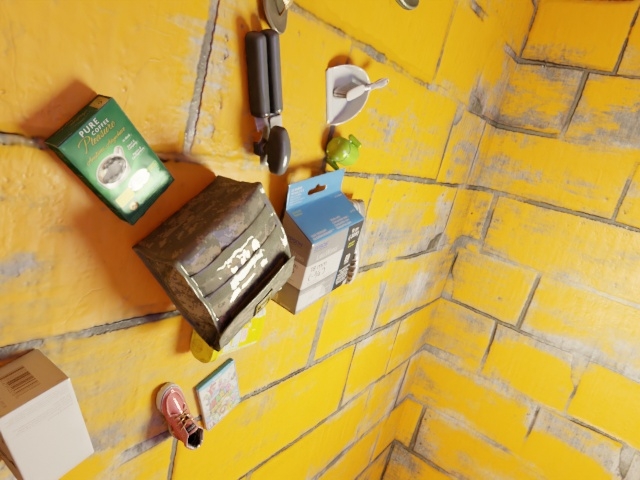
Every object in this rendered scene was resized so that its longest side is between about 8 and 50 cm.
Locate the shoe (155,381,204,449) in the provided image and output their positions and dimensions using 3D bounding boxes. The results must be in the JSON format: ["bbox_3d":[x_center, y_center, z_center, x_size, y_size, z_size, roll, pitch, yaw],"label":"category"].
[{"bbox_3d":[-0.311,0.399,1.030,0.063,0.081,0.177,-37,138,-41],"label":"shoe"}]

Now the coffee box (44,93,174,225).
[{"bbox_3d":[-0.320,-0.122,0.718,0.113,0.040,0.184,-55,148,-21],"label":"coffee box"}]

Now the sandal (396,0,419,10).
[{"bbox_3d":[0.230,-0.737,1.142,0.120,0.086,0.302,-44,142,-35],"label":"sandal"}]

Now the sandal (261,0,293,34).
[{"bbox_3d":[-0.068,-0.489,0.869,0.072,0.049,0.180,-10,117,-55],"label":"sandal"}]

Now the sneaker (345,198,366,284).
[{"bbox_3d":[0.101,0.004,1.401,0.115,0.105,0.281,-22,127,-50],"label":"sneaker"}]

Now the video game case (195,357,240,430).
[{"bbox_3d":[-0.260,0.397,1.175,0.119,0.015,0.166,-36,137,-42],"label":"video game case"}]

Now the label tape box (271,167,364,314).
[{"bbox_3d":[0.000,0.000,1.196,0.241,0.106,0.333,-26,139,-48],"label":"label tape box"}]

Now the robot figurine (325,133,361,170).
[{"bbox_3d":[0.059,-0.237,1.215,0.101,0.067,0.115,-42,158,20],"label":"robot figurine"}]

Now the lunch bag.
[{"bbox_3d":[-0.179,0.058,0.906,0.235,0.169,0.287,-48,134,-30],"label":"lunch bag"}]

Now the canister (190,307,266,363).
[{"bbox_3d":[-0.211,0.205,1.072,0.170,0.073,0.126,-5,113,-58],"label":"canister"}]

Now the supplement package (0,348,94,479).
[{"bbox_3d":[-0.448,0.284,0.717,0.105,0.105,0.179,-33,134,-45],"label":"supplement package"}]

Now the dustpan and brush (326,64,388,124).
[{"bbox_3d":[0.102,-0.395,1.187,0.211,0.060,0.147,-38,139,-40],"label":"dustpan and brush"}]

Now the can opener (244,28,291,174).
[{"bbox_3d":[-0.097,-0.277,0.931,0.074,0.093,0.280,-34,131,-42],"label":"can opener"}]
